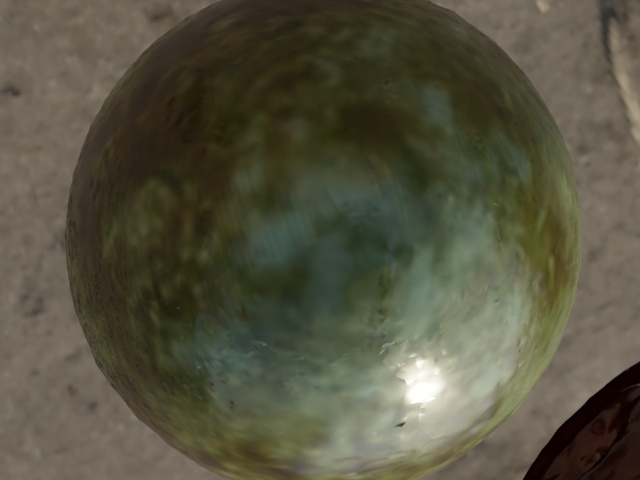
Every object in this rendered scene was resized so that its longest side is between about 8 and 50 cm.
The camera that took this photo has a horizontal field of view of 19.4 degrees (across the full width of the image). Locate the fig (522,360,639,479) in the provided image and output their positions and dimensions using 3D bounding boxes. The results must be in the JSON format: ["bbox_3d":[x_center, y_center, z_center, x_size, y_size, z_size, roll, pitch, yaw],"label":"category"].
[{"bbox_3d":[0.162,0.147,0.579,0.204,0.186,0.249,-47,108,-12],"label":"fig"}]

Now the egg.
[{"bbox_3d":[0.000,0.000,0.850,0.238,0.238,0.289,-28,-178,7],"label":"egg"}]
